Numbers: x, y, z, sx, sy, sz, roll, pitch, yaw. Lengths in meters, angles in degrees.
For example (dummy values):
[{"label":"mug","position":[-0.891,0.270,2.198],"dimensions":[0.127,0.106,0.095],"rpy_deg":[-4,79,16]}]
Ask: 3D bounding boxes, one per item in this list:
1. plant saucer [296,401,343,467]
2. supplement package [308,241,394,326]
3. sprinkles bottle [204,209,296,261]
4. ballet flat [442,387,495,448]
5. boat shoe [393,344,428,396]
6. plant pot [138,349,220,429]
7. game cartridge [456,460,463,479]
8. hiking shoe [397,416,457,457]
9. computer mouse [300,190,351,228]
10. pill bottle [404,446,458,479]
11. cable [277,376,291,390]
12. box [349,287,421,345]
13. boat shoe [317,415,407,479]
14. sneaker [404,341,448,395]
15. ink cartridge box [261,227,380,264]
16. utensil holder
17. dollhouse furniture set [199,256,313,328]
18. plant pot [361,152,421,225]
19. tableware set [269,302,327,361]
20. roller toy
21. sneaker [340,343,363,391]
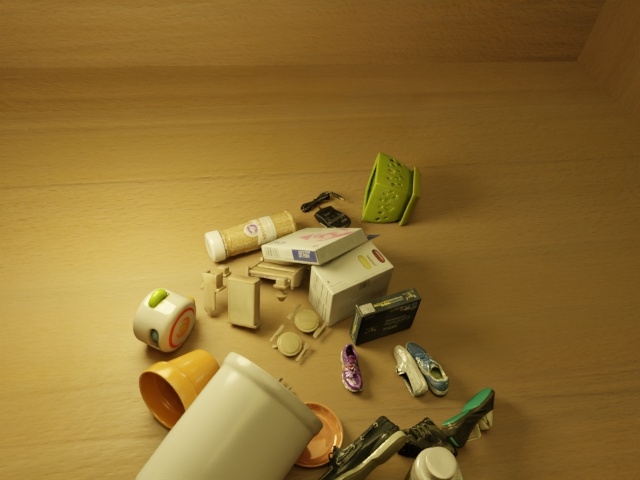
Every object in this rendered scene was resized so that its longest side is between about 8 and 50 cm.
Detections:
[{"label":"plant saucer","position":[-0.031,0.593,1.555],"dimensions":[0.200,0.037,0.200],"rpy_deg":[4,47,-4]},{"label":"supplement package","position":[0.107,0.157,1.859],"dimensions":[0.262,0.204,0.145],"rpy_deg":[-22,53,-24]},{"label":"sprinkles bottle","position":[-0.276,-0.020,2.037],"dimensions":[0.355,0.121,0.121],"rpy_deg":[-18,52,-22]},{"label":"ballet flat","position":[0.476,0.561,1.597],"dimensions":[0.280,0.095,0.096],"rpy_deg":[-18,75,-42]},{"label":"boat shoe","position":[0.288,0.440,1.720],"dimensions":[0.063,0.066,0.184],"rpy_deg":[-16,61,-21]},{"label":"plant pot","position":[-0.413,0.438,1.564],"dimensions":[0.205,0.205,0.188],"rpy_deg":[31,35,21]},{"label":"game cartridge","position":[0.392,0.701,1.516],"dimensions":[0.056,0.017,0.083],"rpy_deg":[-5,48,-6]},{"label":"hiking shoe","position":[0.303,0.600,1.566],"dimensions":[0.226,0.086,0.114],"rpy_deg":[15,38,-4]},{"label":"computer mouse","position":[0.057,-0.119,2.211],"dimensions":[0.184,0.060,0.262],"rpy_deg":[-36,48,-28]},{"label":"pill bottle","position":[0.308,0.654,1.414],"dimensions":[0.117,0.215,0.117],"rpy_deg":[3,47,-4]},{"label":"cable","position":[-0.203,0.537,1.578],"dimensions":[0.287,0.072,0.139],"rpy_deg":[-30,43,-19]},{"label":"box","position":[0.224,0.268,1.783],"dimensions":[0.232,0.183,0.059],"rpy_deg":[-13,51,-19]},{"label":"boat shoe","position":[0.083,0.625,1.458],"dimensions":[0.340,0.127,0.113],"rpy_deg":[-36,50,-8]},{"label":"sneaker","position":[0.365,0.420,1.728],"dimensions":[0.080,0.081,0.211],"rpy_deg":[-24,53,-23]},{"label":"ink cartridge box","position":[0.000,0.000,1.933],"dimensions":[0.330,0.071,0.324],"rpy_deg":[-25,18,-38]},{"label":"utensil holder","position":[-0.233,0.548,1.336],"dimensions":[0.327,0.328,0.385],"rpy_deg":[30,65,20]},{"label":"dollhouse furniture set","position":[-0.228,0.174,1.921],"dimensions":[0.303,0.174,0.355],"rpy_deg":[9,16,19]},{"label":"plant pot","position":[0.312,-0.210,2.215],"dimensions":[0.207,0.228,0.227],"rpy_deg":[14,47,-1]},{"label":"tableware set","position":[-0.080,0.327,1.796],"dimensions":[0.128,0.039,0.194],"rpy_deg":[35,58,9]},{"label":"roller toy","position":[-0.509,0.267,1.701],"dimensions":[0.146,0.209,0.191],"rpy_deg":[21,84,13]},{"label":"sneaker","position":[0.102,0.422,1.704],"dimensions":[0.068,0.071,0.170],"rpy_deg":[-5,49,-11]}]
